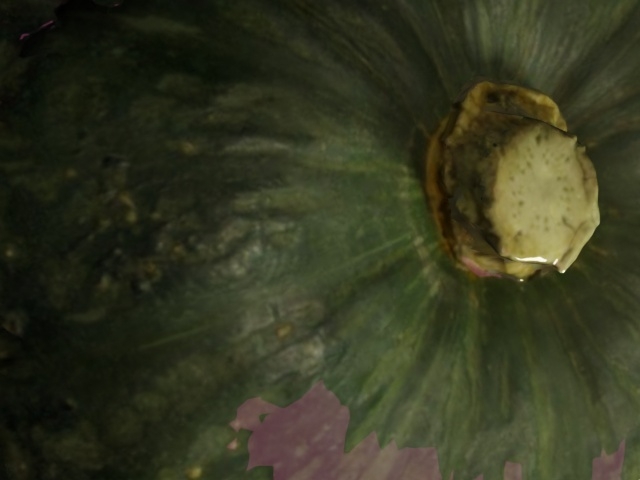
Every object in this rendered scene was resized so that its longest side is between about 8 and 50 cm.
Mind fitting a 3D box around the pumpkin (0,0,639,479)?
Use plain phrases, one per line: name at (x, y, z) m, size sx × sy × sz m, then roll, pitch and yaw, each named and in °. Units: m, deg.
pumpkin at (0.007, 0.000, 0.509) m, size 0.327 × 0.292 × 0.257 m, roll -29°, pitch -174°, yaw -20°
